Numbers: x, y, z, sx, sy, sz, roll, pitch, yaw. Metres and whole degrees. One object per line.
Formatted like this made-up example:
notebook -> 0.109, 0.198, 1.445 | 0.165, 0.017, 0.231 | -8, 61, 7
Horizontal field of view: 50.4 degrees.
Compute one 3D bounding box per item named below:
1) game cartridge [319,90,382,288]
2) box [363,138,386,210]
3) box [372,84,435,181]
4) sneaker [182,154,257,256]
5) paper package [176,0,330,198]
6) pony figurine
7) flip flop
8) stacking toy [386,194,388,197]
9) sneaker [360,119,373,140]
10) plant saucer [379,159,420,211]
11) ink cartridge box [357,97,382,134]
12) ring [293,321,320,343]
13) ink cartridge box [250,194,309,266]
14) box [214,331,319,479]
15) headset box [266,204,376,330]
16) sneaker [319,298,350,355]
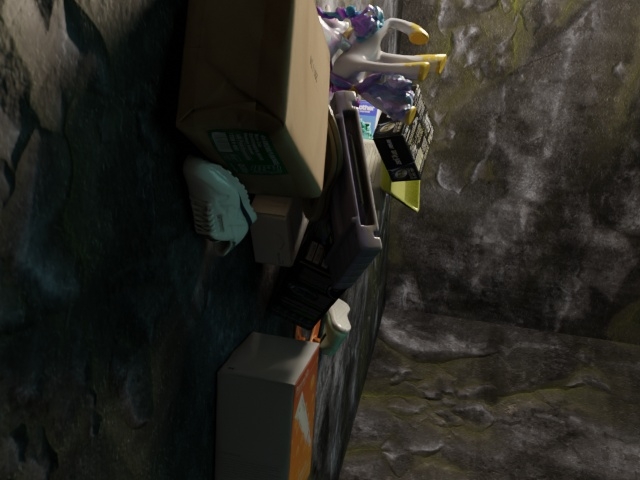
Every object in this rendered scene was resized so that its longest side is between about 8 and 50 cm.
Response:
game cartridge -> 0.043, -0.099, 1.421 | 0.230, 0.068, 0.355 | 126, -40, -60
box -> 0.065, -0.181, 1.812 | 0.127, 0.232, 0.149 | 72, 29, -62
box -> 0.202, -0.255, 1.626 | 0.147, 0.077, 0.180 | 58, 41, -42
sneaker -> -0.176, -0.055, 1.141 | 0.095, 0.090, 0.235 | -55, 153, -16
paper package -> -0.091, -0.257, 1.119 | 0.325, 0.168, 0.310 | 57, 34, -73
pony figurine -> 0.065, -0.396, 1.556 | 0.351, 0.363, 0.303 | -59, 162, -27
flip flop -> -0.014, -0.149, 1.367 | 0.277, 0.080, 0.112 | 106, -23, -45
stacking toy -> 0.135, -0.147, 1.925 | 0.166, 0.301, 0.175 | 49, 18, -56
sneaker -> 0.112, -0.285, 1.946 | 0.110, 0.275, 0.107 | -53, -139, 18
plant saucer -> 0.201, -0.183, 1.745 | 0.188, 0.045, 0.188 | 24, 67, -57
ink cartridge box -> 0.118, -0.283, 2.201 | 0.270, 0.151, 0.396 | 43, 57, -76
ring -> -0.026, 0.246, 2.141 | 0.336, 0.032, 0.337 | 8, 90, -77
ink cartridge box -> -0.084, -0.070, 1.524 | 0.212, 0.093, 0.154 | -74, 165, -44
box -> -0.116, 0.408, 1.490 | 0.215, 0.168, 0.346 | -48, 143, -69
headset box -> -0.004, 0.049, 1.643 | 0.283, 0.131, 0.246 | -55, -168, 52
sneaker -> 0.032, 0.296, 2.362 | 0.151, 0.094, 0.256 | -60, -169, 18
